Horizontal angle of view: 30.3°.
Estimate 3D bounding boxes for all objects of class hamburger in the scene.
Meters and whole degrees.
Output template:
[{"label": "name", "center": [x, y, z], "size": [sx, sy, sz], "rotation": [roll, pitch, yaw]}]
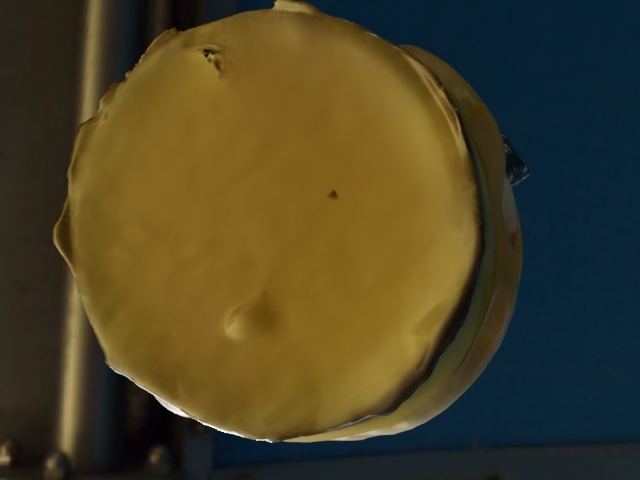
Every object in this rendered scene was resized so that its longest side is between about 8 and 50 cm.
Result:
[{"label": "hamburger", "center": [0.000, 0.000, 0.750], "size": [0.276, 0.237, 0.276], "rotation": [-3, -98, 20]}]

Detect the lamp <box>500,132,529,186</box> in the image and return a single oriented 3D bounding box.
[{"label": "lamp", "center": [0.088, -0.008, 1.084], "size": [0.182, 0.314, 0.182], "rotation": [42, -40, 50]}]
